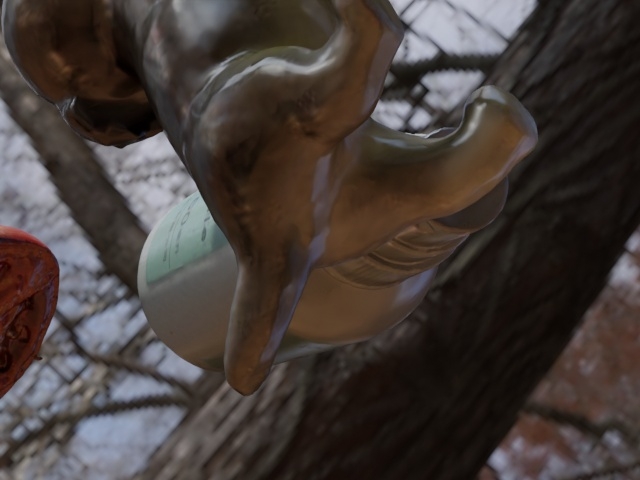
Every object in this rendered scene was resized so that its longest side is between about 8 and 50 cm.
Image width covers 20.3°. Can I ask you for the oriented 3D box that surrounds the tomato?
[{"bbox_3d":[-0.302,0.055,1.429,0.082,0.166,0.174,41,-59,37],"label":"tomato"}]

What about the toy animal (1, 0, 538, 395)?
[{"bbox_3d":[-0.028,-0.076,0.681,0.121,0.168,0.233,26,22,-47],"label":"toy animal"}]

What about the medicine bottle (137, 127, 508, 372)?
[{"bbox_3d":[0.000,0.000,0.904,0.110,0.110,0.352,46,-20,-8],"label":"medicine bottle"}]
